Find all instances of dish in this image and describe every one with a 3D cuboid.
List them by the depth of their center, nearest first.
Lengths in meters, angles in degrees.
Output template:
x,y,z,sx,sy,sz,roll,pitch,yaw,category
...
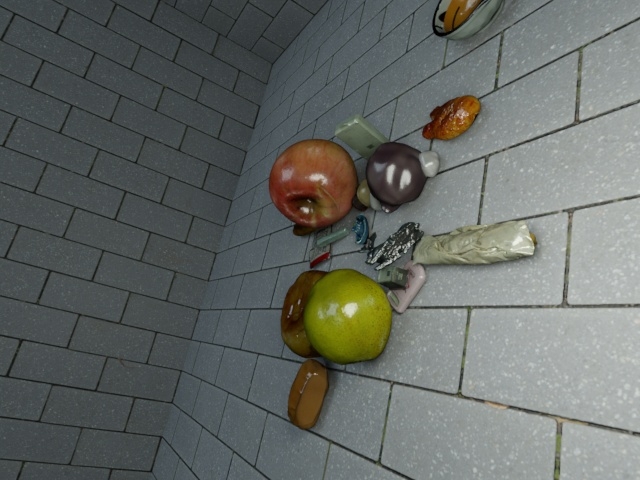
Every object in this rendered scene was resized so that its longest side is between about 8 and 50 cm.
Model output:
x,y,z,sx,sy,sz,roll,pitch,yaw,category
0.510,-0.779,1.441,0.303,0.120,0.303,-41,37,42,dish

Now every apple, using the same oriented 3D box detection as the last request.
x,y,z,sx,sy,sz,roll,pitch,yaw,category
-0.020,-0.240,1.768,0.364,0.364,0.363,-41,37,42,apple

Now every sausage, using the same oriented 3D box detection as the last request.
x,y,z,sx,sy,sz,roll,pitch,yaw,category
-0.044,0.535,1.523,0.136,0.120,0.241,172,116,-76,sausage

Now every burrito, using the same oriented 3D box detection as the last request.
x,y,z,sx,sy,sz,roll,pitch,yaw,category
0.387,0.009,1.142,0.392,0.076,0.117,-13,48,61,burrito

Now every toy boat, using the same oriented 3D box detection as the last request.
x,y,z,sx,sy,sz,roll,pitch,yaw,category
0.147,-0.041,1.647,0.060,0.061,0.137,-37,41,47,toy boat

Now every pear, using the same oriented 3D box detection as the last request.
x,y,z,sx,sy,sz,roll,pitch,yaw,category
0.083,0.237,1.337,0.294,0.294,0.294,-41,37,42,pear

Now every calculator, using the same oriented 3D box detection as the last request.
x,y,z,sx,sy,sz,roll,pitch,yaw,category
0.261,0.142,1.336,0.175,0.032,0.100,-60,28,18,calculator

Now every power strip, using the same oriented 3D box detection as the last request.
x,y,z,sx,sy,sz,roll,pitch,yaw,category
0.173,-0.366,1.620,0.118,0.270,0.046,-22,50,40,power strip

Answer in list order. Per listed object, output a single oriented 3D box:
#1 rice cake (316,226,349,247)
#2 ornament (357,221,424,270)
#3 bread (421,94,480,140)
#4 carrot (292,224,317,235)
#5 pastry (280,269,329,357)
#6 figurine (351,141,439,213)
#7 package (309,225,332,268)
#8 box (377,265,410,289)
x,y,z,sx,sy,sz,roll,pitch,yaw,category
0.051,-0.012,1.810,0.171,0.033,0.029,-26,42,39,rice cake
0.217,0.007,1.421,0.202,0.080,0.236,-41,5,-3,ornament
0.402,-0.389,1.393,0.139,0.095,0.269,-61,23,-1,bread
-0.053,-0.062,2.004,0.314,0.066,0.066,-12,61,66,carrot
-0.021,0.266,1.631,0.356,0.164,0.355,-35,45,45,pastry
0.236,-0.186,1.517,0.218,0.206,0.365,-54,-4,-20,figurine
0.000,0.000,1.924,0.154,0.030,0.239,-37,37,48,package
0.218,0.113,1.327,0.085,0.063,0.060,-18,56,59,box
